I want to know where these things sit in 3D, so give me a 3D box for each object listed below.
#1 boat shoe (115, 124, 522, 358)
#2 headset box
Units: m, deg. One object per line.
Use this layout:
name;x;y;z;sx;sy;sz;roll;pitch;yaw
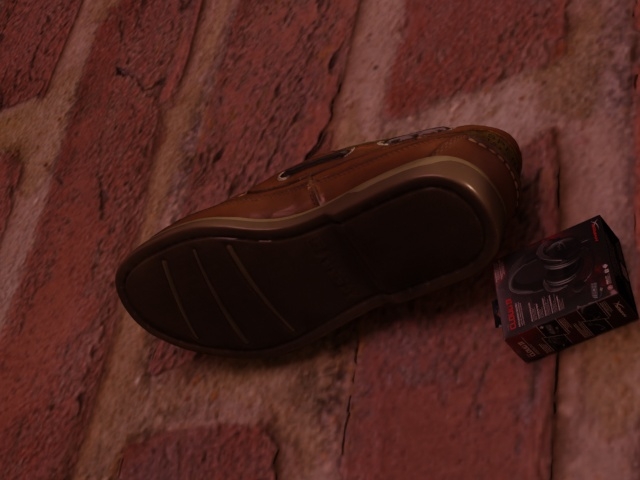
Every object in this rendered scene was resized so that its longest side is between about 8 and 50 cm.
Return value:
boat shoe;0.000;0.000;0.876;0.307;0.111;0.104;-12;27;30
headset box;0.142;0.031;0.764;0.083;0.032;0.062;-24;45;24
